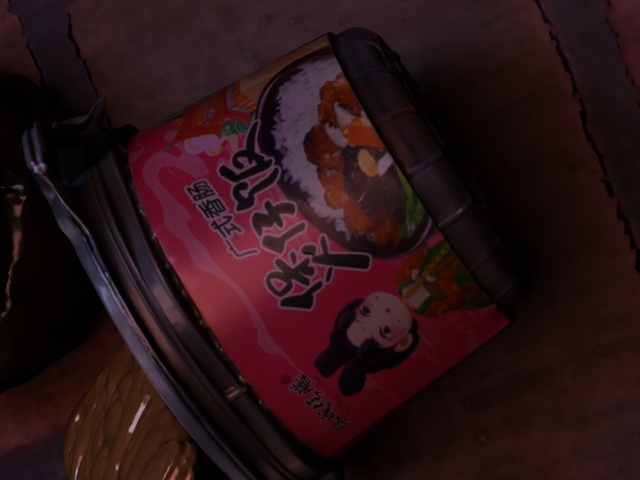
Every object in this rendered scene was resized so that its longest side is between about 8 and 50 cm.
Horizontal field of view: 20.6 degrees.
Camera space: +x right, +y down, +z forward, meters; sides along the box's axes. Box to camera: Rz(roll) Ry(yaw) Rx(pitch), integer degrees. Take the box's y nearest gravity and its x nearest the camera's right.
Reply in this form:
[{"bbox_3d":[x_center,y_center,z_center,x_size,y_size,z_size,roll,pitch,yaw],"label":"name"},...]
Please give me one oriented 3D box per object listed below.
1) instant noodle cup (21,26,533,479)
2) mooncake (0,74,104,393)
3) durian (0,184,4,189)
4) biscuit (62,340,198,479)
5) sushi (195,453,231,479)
[{"bbox_3d":[0.000,0.000,0.967,0.181,0.302,0.258,-33,48,9],"label":"instant noodle cup"},{"bbox_3d":[-0.241,-0.004,1.126,0.228,0.124,0.228,2,94,29],"label":"mooncake"},{"bbox_3d":[-0.273,-0.040,1.033,0.252,0.144,0.139,31,141,18],"label":"durian"},{"bbox_3d":[-0.119,0.122,1.039,0.035,0.250,0.162,21,83,-17],"label":"biscuit"},{"bbox_3d":[-0.020,0.231,1.044,0.225,0.124,0.127,47,110,20],"label":"sushi"}]
